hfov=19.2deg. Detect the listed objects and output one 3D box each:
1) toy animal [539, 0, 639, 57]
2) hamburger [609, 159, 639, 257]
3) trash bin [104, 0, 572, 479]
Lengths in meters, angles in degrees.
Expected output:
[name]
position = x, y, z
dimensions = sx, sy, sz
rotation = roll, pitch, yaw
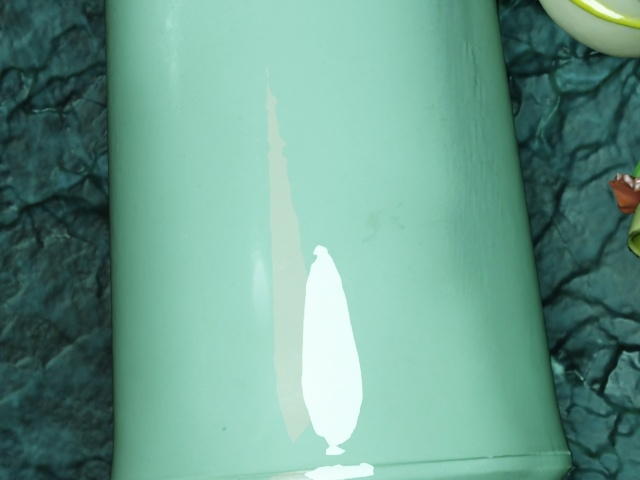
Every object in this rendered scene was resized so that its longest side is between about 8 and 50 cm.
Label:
[toy animal]
position = 0.208, -0.179, 1.126
dimensions = 0.165, 0.248, 0.149
rotation = -41, 110, -14
[hamburger]
position = 0.268, -0.046, 1.138
dimensions = 0.175, 0.175, 0.136
rotation = 12, 77, 19
[trash bin]
position = 0.000, 0.000, 1.162
dimensions = 0.280, 0.280, 0.432
rotation = -7, 82, 18
